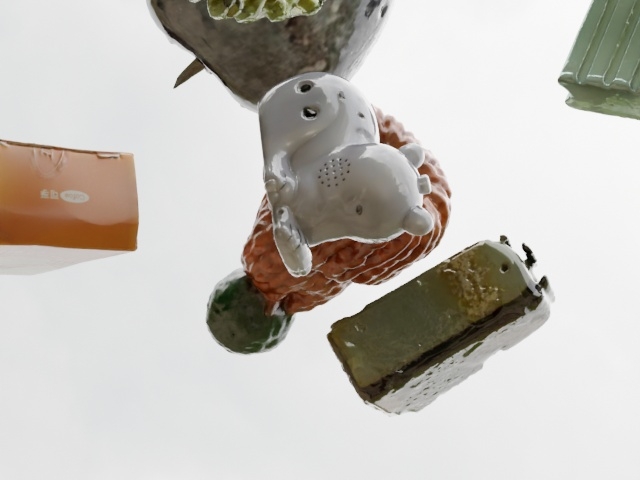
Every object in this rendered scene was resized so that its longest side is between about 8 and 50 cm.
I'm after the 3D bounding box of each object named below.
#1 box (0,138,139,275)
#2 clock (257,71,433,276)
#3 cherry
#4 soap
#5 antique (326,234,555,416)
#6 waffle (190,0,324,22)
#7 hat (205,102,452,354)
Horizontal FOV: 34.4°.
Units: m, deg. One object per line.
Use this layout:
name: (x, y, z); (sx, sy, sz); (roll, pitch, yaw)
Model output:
box: (-0.430, -0.037, 1.434); (0.341, 0.225, 0.143); (-9, -100, 50)
clock: (0.019, -0.062, 0.788); (0.117, 0.176, 0.080); (-13, -39, 5)
cherry: (-0.055, -0.264, 1.117); (0.255, 0.218, 0.296); (44, -84, -7)
soap: (0.368, -0.243, 1.202); (0.119, 0.198, 0.066); (16, -18, 31)
antique: (0.166, 0.107, 1.351); (0.284, 0.150, 0.125); (-33, -119, 6)
waffle: (-0.060, -0.260, 0.837); (0.036, 0.183, 0.169); (-11, -85, 43)
hat: (0.000, 0.000, 1.512); (0.285, 0.285, 0.400); (42, -55, 9)
